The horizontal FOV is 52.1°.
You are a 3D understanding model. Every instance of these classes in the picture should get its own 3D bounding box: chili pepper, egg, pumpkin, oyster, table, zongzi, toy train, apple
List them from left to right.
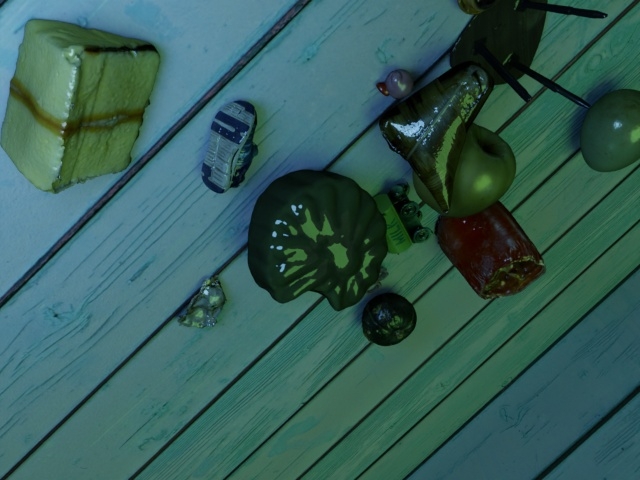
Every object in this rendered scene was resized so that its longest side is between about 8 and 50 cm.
[{"bbox_3d":[-0.291,0.166,1.679,0.108,0.053,0.166,27,115,-29],"label":"oyster"},{"bbox_3d":[0.218,0.255,2.094,0.190,0.146,0.191,-5,122,-9],"label":"pumpkin"},{"bbox_3d":[0.214,-0.054,1.850,0.157,0.105,0.253,-28,142,7],"label":"toy train"},{"bbox_3d":[0.321,-0.243,1.552,0.285,0.288,0.134,-33,179,20],"label":"zongzi"},{"bbox_3d":[0.378,-0.183,1.728,0.262,0.262,0.263,-22,138,-21],"label":"apple"},{"bbox_3d":[0.503,0.025,1.990,0.229,0.306,0.251,16,126,-39],"label":"chili pepper"},{"bbox_3d":[0.513,-0.442,1.591,0.317,0.249,0.318,-22,137,-22],"label":"table"},{"bbox_3d":[0.929,-0.336,2.054,0.218,0.218,0.296,-22,150,-21],"label":"egg"}]

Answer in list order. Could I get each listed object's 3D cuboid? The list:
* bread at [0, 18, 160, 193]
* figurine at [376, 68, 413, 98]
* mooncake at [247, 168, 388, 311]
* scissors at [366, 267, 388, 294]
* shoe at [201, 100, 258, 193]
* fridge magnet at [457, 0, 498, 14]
[{"bbox_3d":[-0.387,-0.221,1.139,0.236,0.198,0.264,-2,126,-45],"label":"bread"},{"bbox_3d":[0.186,-0.368,1.545,0.071,0.067,0.083,-42,162,35],"label":"figurine"},{"bbox_3d":[0.000,0.000,1.571,0.351,0.187,0.352,-7,105,-28],"label":"mooncake"},{"bbox_3d":[0.119,0.130,1.997,0.212,0.021,0.110,-3,131,-37],"label":"scissors"},{"bbox_3d":[-0.183,-0.201,1.406,0.106,0.091,0.207,-22,138,-55],"label":"shoe"},{"bbox_3d":[0.372,-0.583,1.493,0.143,0.063,0.143,-25,140,-23],"label":"fridge magnet"}]
